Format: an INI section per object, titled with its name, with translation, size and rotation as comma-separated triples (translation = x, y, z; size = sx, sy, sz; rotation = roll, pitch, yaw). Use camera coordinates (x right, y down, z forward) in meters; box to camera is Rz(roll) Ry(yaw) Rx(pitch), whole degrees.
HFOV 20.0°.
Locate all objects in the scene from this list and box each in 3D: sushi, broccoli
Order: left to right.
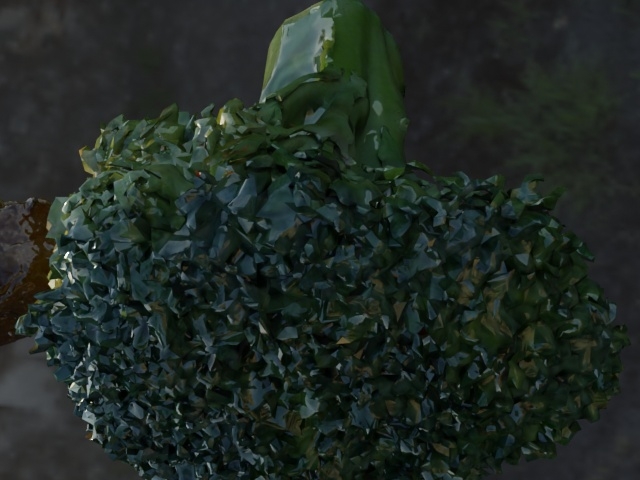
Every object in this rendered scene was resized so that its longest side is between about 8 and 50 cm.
[sushi]
translation = -0.131, 0.010, 0.703
size = 0.061, 0.118, 0.060
rotation = 73, -178, -60
[broccoli]
translation = 0.000, 0.000, 0.612
size = 0.219, 0.194, 0.194
rotation = -41, 51, 41
